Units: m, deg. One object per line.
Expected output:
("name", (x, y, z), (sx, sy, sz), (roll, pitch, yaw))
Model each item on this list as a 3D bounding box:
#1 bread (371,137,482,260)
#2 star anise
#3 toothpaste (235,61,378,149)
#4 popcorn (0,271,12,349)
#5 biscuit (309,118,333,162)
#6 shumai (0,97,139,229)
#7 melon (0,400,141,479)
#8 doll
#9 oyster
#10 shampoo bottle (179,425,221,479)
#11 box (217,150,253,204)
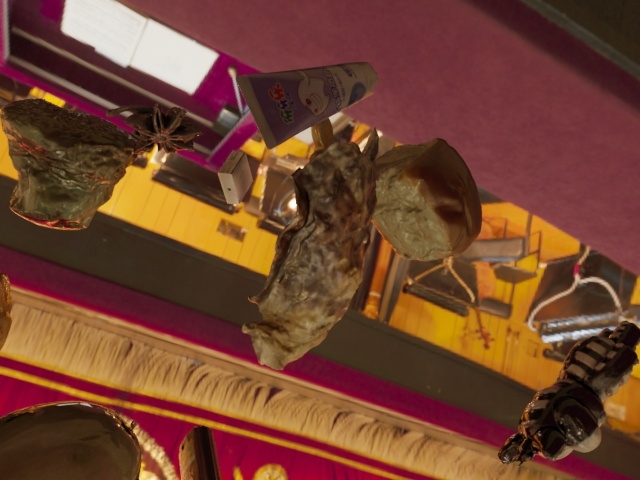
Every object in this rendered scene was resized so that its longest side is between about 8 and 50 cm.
("bread", (0.258, -0.099, 1.378), (0.225, 0.250, 0.278), (-24, 106, 40))
("star anise", (-0.422, -0.294, 1.468), (0.209, 0.089, 0.231), (-21, 143, 20))
("toothpaste", (-0.013, -0.264, 1.034), (0.080, 0.371, 0.125), (-15, 102, 40))
("popcorn", (-0.804, 0.138, 1.125), (0.390, 0.344, 0.354), (31, 142, 3))
("biscuit", (0.012, -0.170, 1.292), (0.030, 0.234, 0.153), (-3, -164, 21))
("shumai", (-0.712, -0.197, 1.581), (0.324, 0.323, 0.397), (22, -168, 7))
("melon", (-0.457, 0.405, 0.947), (0.268, 0.330, 0.268), (53, 160, 29))
("doll", (0.264, 0.161, 0.584), (0.067, 0.219, 0.091), (51, 151, 7))
("oyster", (0.009, 0.004, 0.708), (0.101, 0.275, 0.270), (26, 141, 31))
("shampoo bottle", (-0.278, 0.574, 1.323), (0.084, 0.129, 0.323), (24, -171, -22))
("box", (-0.283, -0.212, 1.909), (0.051, 0.130, 0.129), (7, 135, 17))
